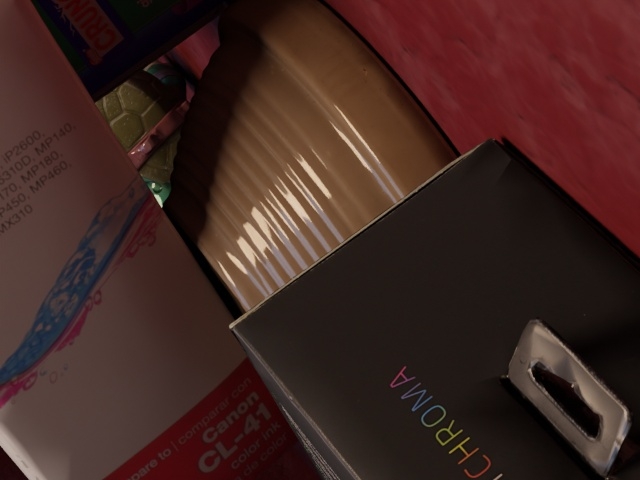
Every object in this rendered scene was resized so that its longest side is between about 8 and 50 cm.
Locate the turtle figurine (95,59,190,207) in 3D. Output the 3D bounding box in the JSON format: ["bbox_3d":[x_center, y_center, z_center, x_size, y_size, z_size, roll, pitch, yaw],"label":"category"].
[{"bbox_3d":[-0.133,-0.062,1.254,0.234,0.175,0.118,47,155,-5],"label":"turtle figurine"}]

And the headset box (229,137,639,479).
[{"bbox_3d":[0.111,0.132,0.664,0.246,0.131,0.283,48,170,41],"label":"headset box"}]

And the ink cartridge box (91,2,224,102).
[{"bbox_3d":[-0.199,-0.220,1.014,0.211,0.121,0.289,58,171,-33],"label":"ink cartridge box"}]

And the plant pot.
[{"bbox_3d":[0.000,0.000,0.839,0.237,0.109,0.237,52,171,12],"label":"plant pot"}]

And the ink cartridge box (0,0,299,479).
[{"bbox_3d":[-0.162,-0.011,0.848,0.226,0.131,0.306,40,163,49],"label":"ink cartridge box"}]

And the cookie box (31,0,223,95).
[{"bbox_3d":[-0.105,-0.137,0.867,0.040,0.107,0.092,45,168,50],"label":"cookie box"}]
